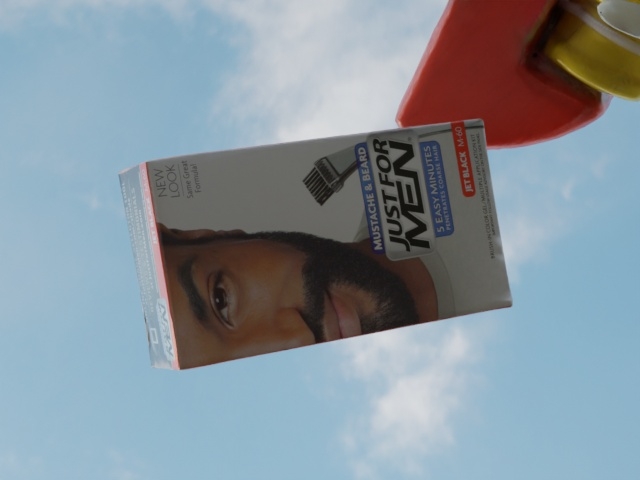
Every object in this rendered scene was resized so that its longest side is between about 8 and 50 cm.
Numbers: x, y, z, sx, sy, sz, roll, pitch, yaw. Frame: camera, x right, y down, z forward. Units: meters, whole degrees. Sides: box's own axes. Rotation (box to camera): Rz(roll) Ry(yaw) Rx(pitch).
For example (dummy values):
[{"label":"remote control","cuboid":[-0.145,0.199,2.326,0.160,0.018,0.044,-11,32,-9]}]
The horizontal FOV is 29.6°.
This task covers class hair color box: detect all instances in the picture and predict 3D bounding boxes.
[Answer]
[{"label":"hair color box","cuboid":[0.000,0.000,0.559,0.167,0.053,0.093,-10,-90,-22]}]

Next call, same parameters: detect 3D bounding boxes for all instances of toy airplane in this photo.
[{"label":"toy airplane","cuboid":[0.237,-0.197,0.629,0.386,0.384,0.272,-42,-88,-18]}]
